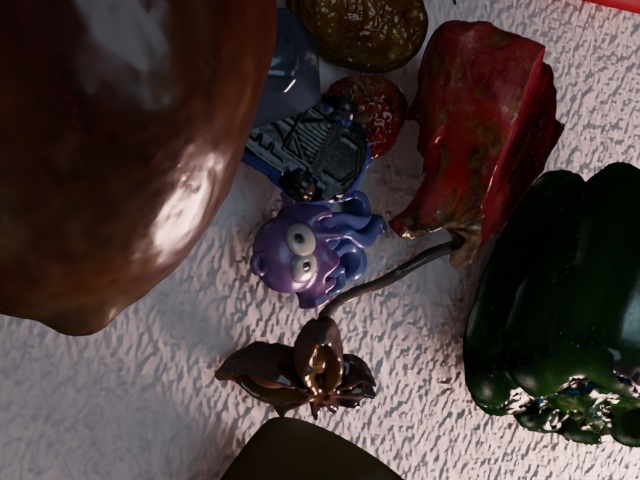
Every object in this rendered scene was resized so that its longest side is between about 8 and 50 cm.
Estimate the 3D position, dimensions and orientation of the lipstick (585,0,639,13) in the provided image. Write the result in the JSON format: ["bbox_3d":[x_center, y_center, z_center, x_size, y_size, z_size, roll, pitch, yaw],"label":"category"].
[{"bbox_3d":[0.248,-0.284,1.903,0.280,0.073,0.073,7,85,-41],"label":"lipstick"}]

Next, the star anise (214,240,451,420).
[{"bbox_3d":[0.026,0.055,1.700,0.219,0.148,0.227,13,49,-8],"label":"star anise"}]

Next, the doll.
[{"bbox_3d":[0.000,0.000,1.691,0.206,0.067,0.110,-23,103,-52],"label":"doll"}]

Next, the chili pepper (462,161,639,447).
[{"bbox_3d":[0.270,0.065,1.829,0.248,0.233,0.256,44,55,-50],"label":"chili pepper"}]

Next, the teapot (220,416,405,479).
[{"bbox_3d":[-0.017,0.276,1.605,0.175,0.186,0.267,-54,157,-21],"label":"teapot"}]

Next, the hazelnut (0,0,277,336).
[{"bbox_3d":[-0.202,-0.136,1.288,0.353,0.421,0.420,-23,105,-33],"label":"hazelnut"}]

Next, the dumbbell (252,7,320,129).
[{"bbox_3d":[-0.085,-0.252,1.522,0.156,0.144,0.316,33,51,-74],"label":"dumbbell"}]

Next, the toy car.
[{"bbox_3d":[-0.051,-0.109,1.630,0.216,0.063,0.103,36,67,-20],"label":"toy car"}]

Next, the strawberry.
[{"bbox_3d":[0.041,-0.116,1.716,0.096,0.083,0.083,-10,97,-41],"label":"strawberry"}]

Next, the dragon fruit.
[{"bbox_3d":[0.130,-0.087,1.739,0.262,0.134,0.211,60,50,-71],"label":"dragon fruit"}]

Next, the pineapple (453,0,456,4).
[{"bbox_3d":[0.125,-0.370,1.768,0.119,0.130,0.277,22,71,-37],"label":"pineapple"}]

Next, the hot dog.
[{"bbox_3d":[0.029,-0.213,1.716,0.147,0.065,0.099,23,75,-27],"label":"hot dog"}]
